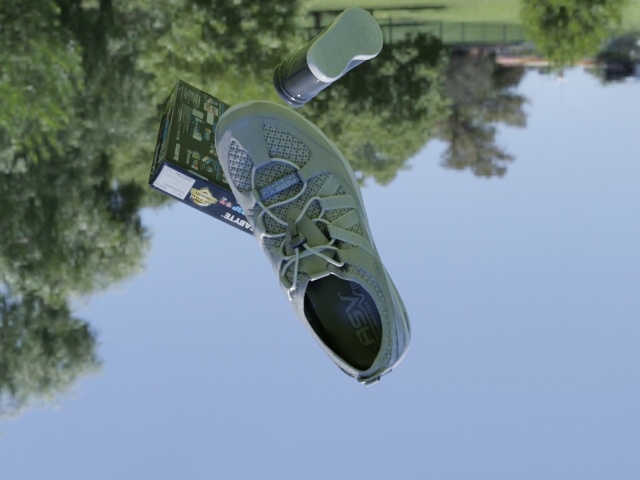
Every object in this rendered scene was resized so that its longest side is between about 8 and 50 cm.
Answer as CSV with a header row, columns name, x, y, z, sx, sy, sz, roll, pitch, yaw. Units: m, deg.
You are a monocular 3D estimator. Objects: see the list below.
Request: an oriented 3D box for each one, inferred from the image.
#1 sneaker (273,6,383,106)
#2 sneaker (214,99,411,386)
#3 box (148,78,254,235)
name,x,y,z,sx,sy,sz,roll,pitch,yaw
sneaker,0.008,-0.350,1.899,0.147,0.105,0.296,-25,-167,38
sneaker,0.000,0.000,0.877,0.105,0.281,0.115,-32,-174,10
box,-0.137,-0.115,1.368,0.175,0.051,0.220,26,-148,-20
